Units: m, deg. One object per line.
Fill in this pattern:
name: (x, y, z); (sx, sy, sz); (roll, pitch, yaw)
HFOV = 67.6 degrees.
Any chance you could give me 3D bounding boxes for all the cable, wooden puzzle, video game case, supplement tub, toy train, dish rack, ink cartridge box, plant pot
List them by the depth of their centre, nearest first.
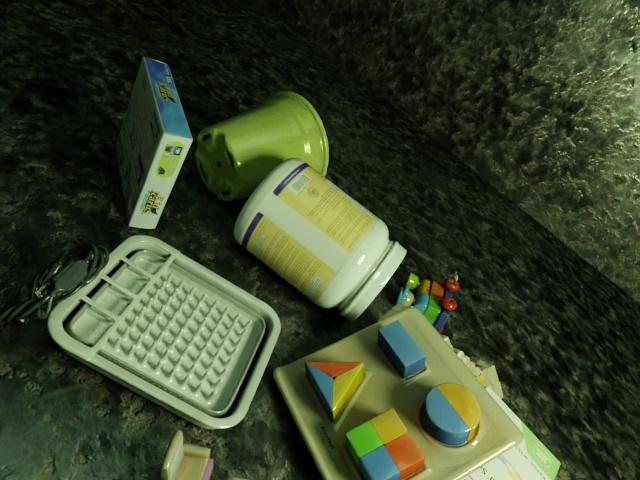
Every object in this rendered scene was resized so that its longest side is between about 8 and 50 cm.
cable: (-0.412, 0.066, 0.744); (0.047, 0.150, 0.184); (57, 23, -25)
dish rack: (-0.251, 0.156, 0.824); (0.332, 0.072, 0.285); (31, 34, -6)
wooden puzzle: (0.129, 0.276, 0.846); (0.347, 0.080, 0.322); (-18, 45, -20)
ink cartridge box: (0.288, 0.452, 0.884); (0.207, 0.119, 0.353); (47, 37, 18)
video game case: (-0.361, -0.204, 1.008); (0.061, 0.244, 0.269); (7, 44, -37)
supplement tub: (0.000, 0.000, 1.074); (0.331, 0.241, 0.241); (38, 34, 3)
plant pot: (-0.163, -0.219, 1.211); (0.254, 0.276, 0.276); (-26, 66, -40)
toy train: (0.294, 0.129, 1.309); (0.143, 0.105, 0.248); (24, 34, 6)

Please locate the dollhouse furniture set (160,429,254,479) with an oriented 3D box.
dollhouse furniture set: (-0.065, 0.369, 0.537); (0.303, 0.198, 0.286); (11, 37, 0)

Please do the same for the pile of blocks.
pile of blocks: (0.251, 0.280, 1.100); (0.362, 0.149, 0.112); (35, -10, -16)
